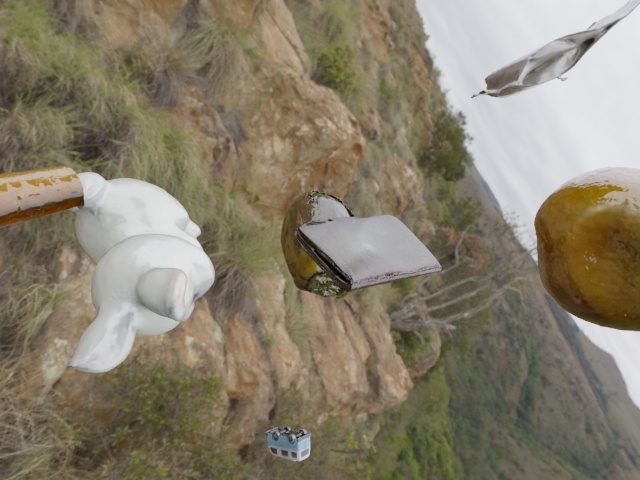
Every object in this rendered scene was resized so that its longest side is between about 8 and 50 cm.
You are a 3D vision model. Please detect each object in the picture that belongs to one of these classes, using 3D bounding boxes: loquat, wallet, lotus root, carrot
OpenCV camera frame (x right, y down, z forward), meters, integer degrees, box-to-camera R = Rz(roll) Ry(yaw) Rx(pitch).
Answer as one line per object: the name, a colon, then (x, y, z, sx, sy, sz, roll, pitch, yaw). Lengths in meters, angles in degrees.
loquat: (0.506, 0.010, 0.759, 0.276, 0.283, 0.276, 8, 79, -45)
wallet: (0.079, 0.011, 0.697, 0.255, 0.031, 0.137, -4, 45, -49)
lotus root: (0.000, 0.000, 1.125, 0.195, 0.179, 0.397, 31, 23, -23)
carrot: (-0.380, -0.037, 0.504, 0.225, 0.067, 0.067, -25, 85, -51)

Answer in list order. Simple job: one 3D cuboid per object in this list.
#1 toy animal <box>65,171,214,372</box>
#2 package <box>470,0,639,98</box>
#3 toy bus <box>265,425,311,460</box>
toy animal: (-0.301, 0.041, 0.737, 0.241, 0.196, 0.368, 48, 5, -45)
package: (0.386, -0.302, 0.767, 0.062, 0.250, 0.204, 57, 13, -8)
toy bus: (-0.088, 0.556, 1.261, 0.060, 0.122, 0.075, 4, 81, -53)
